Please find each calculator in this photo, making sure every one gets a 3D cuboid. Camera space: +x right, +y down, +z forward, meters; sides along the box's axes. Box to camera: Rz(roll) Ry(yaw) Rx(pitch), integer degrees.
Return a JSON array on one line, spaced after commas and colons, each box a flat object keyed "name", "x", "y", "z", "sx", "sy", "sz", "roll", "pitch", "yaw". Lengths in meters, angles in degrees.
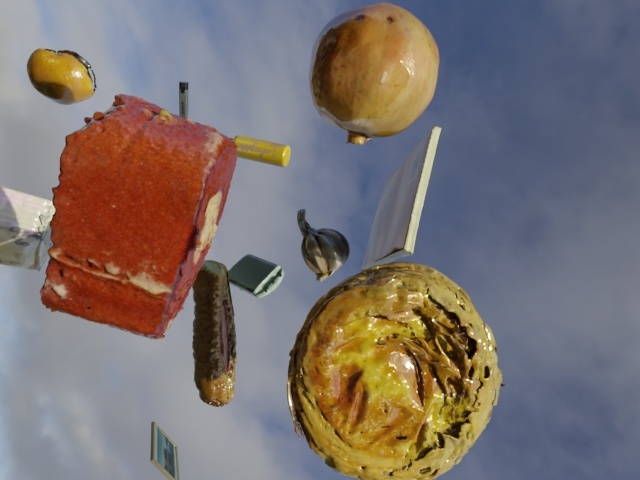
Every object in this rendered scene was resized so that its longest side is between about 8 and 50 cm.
[{"name": "calculator", "x": -0.238, "y": 0.121, "z": 1.512, "sx": 0.246, "sy": 0.141, "sz": 0.045, "roll": 17, "pitch": -37, "yaw": 41}]

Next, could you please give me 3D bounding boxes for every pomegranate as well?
[{"name": "pomegranate", "x": 0.074, "y": -0.234, "z": 0.610, "sx": 0.191, "sy": 0.191, "sz": 0.191, "roll": 8, "pitch": -78, "yaw": 44}]

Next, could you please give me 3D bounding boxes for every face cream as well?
[{"name": "face cream", "x": -0.245, "y": -0.319, "z": 1.481, "sx": 0.273, "sy": 0.078, "sz": 0.078, "roll": 14, "pitch": -71, "yaw": 10}]

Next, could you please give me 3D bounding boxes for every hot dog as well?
[{"name": "hot dog", "x": -0.203, "y": 0.179, "z": 0.797, "sx": 0.083, "sy": 0.068, "sz": 0.288, "roll": 4, "pitch": -76, "yaw": 18}]

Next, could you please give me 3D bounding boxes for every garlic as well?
[{"name": "garlic", "x": 0.000, "y": 0.000, "z": 1.138, "sx": 0.127, "sy": 0.131, "sz": 0.194, "roll": -26, "pitch": -88, "yaw": 15}]

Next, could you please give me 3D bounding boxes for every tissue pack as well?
[{"name": "tissue pack", "x": -0.793, "y": -0.048, "z": 0.952, "sx": 0.242, "sy": 0.344, "sz": 0.125, "roll": -35, "pitch": -136, "yaw": 49}]

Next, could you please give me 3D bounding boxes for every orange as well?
[{"name": "orange", "x": -0.684, "y": -0.422, "z": 1.119, "sx": 0.170, "sy": 0.160, "sz": 0.112, "roll": -32, "pitch": -138, "yaw": 26}]

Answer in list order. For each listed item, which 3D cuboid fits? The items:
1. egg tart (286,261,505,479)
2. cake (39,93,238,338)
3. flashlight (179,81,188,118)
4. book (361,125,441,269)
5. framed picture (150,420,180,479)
[{"name": "egg tart", "x": 0.096, "y": 0.175, "z": 0.564, "sx": 0.132, "sy": 0.297, "sz": 0.297, "roll": 180, "pitch": -98, "yaw": -83}, {"name": "cake", "x": -0.202, "y": -0.022, "z": 0.503, "sx": 0.177, "sy": 0.151, "sz": 0.283, "roll": -91, "pitch": -159, "yaw": -62}, {"name": "flashlight", "x": -0.295, "y": -0.299, "z": 0.920, "sx": 0.018, "sy": 0.018, "sz": 0.083, "roll": -89, "pitch": -173, "yaw": -63}, {"name": "book", "x": 0.174, "y": -0.073, "z": 0.990, "sx": 0.374, "sy": 0.028, "sz": 0.262, "roll": 125, "pitch": -20, "yaw": -79}, {"name": "framed picture", "x": -0.390, "y": 0.535, "z": 1.069, "sx": 0.109, "sy": 0.011, "sz": 0.149, "roll": 61, "pitch": -11, "yaw": -22}]
